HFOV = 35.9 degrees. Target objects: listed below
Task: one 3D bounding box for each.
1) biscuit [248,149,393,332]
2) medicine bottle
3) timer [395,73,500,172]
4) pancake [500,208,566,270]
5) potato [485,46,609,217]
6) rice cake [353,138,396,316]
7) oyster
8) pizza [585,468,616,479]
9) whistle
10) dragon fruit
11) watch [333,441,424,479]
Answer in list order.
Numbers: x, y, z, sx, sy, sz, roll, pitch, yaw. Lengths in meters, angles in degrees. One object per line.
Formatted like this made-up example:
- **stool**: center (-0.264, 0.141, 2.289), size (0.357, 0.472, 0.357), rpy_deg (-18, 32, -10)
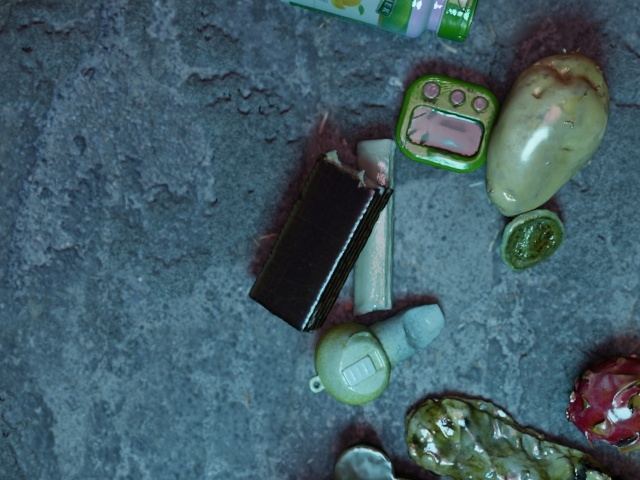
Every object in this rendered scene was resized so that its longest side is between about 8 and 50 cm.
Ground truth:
- **biscuit**: center (0.000, 0.000, 1.396), size (0.106, 0.070, 0.252), rpy_deg (31, 103, 20)
- **medicine bottle**: center (0.085, -0.361, 1.370), size (0.274, 0.133, 0.134), rpy_deg (15, 94, 2)
- **timer**: center (0.181, -0.167, 1.415), size (0.140, 0.047, 0.128), rpy_deg (16, 92, 3)
- **pancake**: center (0.299, -0.001, 1.402), size (0.108, 0.017, 0.108), rpy_deg (-12, 129, -15)
- **potato**: center (0.307, -0.145, 1.356), size (0.235, 0.128, 0.161), rpy_deg (-47, 121, 7)
- **rice cake**: center (0.078, -0.017, 1.426), size (0.057, 0.052, 0.256), rpy_deg (1, 92, 7)
- **oyster**: center (0.286, 0.316, 1.424), size (0.344, 0.078, 0.129), rpy_deg (18, 85, 5)
- **pizza**: center (0.481, 0.455, 1.366), size (0.251, 0.074, 0.288), rpy_deg (-4, 109, 13)
- **whistle**: center (0.077, 0.155, 1.422), size (0.223, 0.123, 0.123), rpy_deg (-29, 91, -15)
- **dragon fruit**: center (0.429, 0.223, 1.380), size (0.166, 0.136, 0.133), rpy_deg (-38, 124, 13)
- **watch**: center (0.117, 0.472, 1.304), size (0.335, 0.327, 0.314), rpy_deg (12, 97, 2)
